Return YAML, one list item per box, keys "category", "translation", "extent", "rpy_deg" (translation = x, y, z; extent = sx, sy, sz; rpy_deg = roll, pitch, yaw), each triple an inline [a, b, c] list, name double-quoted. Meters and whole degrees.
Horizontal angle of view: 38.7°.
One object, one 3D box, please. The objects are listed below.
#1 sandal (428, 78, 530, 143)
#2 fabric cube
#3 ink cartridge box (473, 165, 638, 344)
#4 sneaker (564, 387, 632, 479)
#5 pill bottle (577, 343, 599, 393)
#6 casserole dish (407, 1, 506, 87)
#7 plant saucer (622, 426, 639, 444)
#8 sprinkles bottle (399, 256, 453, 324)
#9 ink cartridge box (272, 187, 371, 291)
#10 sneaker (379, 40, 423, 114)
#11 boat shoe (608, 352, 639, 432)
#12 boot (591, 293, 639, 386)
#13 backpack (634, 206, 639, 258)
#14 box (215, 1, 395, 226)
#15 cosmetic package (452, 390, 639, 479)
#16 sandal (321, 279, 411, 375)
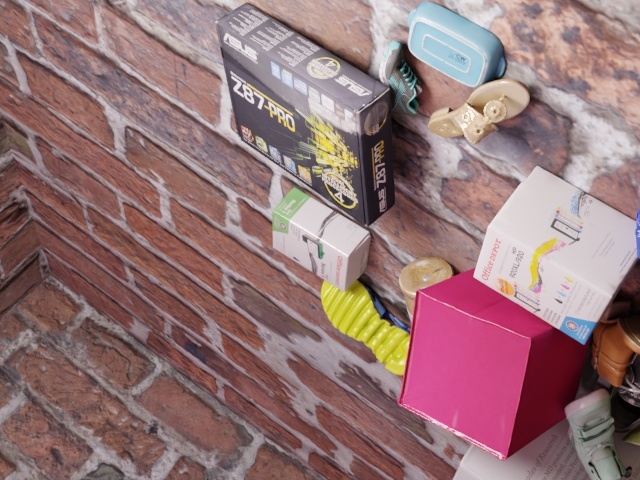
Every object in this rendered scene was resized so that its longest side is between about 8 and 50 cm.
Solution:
- category: "sandal"
  translation: [0.262, -0.195, 1.547]
  extent: [0.088, 0.079, 0.240]
  rpy_deg: [28, 159, -23]
- category: "fabric cube"
  translation: [0.336, 0.219, 1.749]
  extent: [0.259, 0.258, 0.254]
  rpy_deg: [24, 117, 37]
- category: "ink cartridge box"
  translation: [0.415, 0.025, 1.586]
  extent: [0.232, 0.168, 0.171]
  rpy_deg: [32, 151, 18]
- category: "sneaker"
  translation: [0.540, 0.385, 1.741]
  extent: [0.256, 0.094, 0.151]
  rpy_deg: [65, -179, -56]
- category: "pill bottle"
  translation: [0.475, 0.246, 1.881]
  extent: [0.184, 0.103, 0.103]
  rpy_deg: [12, 139, 43]
- category: "casserole dish"
  translation: [0.216, -0.317, 1.506]
  extent: [0.188, 0.037, 0.114]
  rpy_deg: [32, 150, 15]
- category: "plant saucer"
  translation: [0.711, 0.398, 1.764]
  extent: [0.240, 0.037, 0.241]
  rpy_deg: [13, 173, 2]
- category: "sprinkles bottle"
  translation: [0.268, 0.199, 2.050]
  extent: [0.121, 0.121, 0.355]
  rpy_deg: [19, 143, 36]
- category: "ink cartridge box"
  translation: [0.000, 0.000, 2.137]
  extent: [0.219, 0.092, 0.160]
  rpy_deg: [32, 150, 19]
- category: "sneaker"
  translation: [0.147, -0.286, 1.622]
  extent: [0.076, 0.065, 0.166]
  rpy_deg: [16, 149, 15]
- category: "boat shoe"
  translation: [0.618, 0.267, 1.718]
  extent: [0.121, 0.119, 0.335]
  rpy_deg: [28, 148, 24]
- category: "boot"
  translation: [0.546, 0.199, 1.641]
  extent: [0.072, 0.197, 0.152]
  rpy_deg: [3, 112, -4]
- category: "backpack"
  translation: [0.564, -0.006, 1.438]
  extent: [0.120, 0.101, 0.098]
  rpy_deg: [14, 147, 35]
- category: "box"
  translation: [-0.026, -0.245, 1.785]
  extent: [0.395, 0.097, 0.318]
  rpy_deg: [37, 151, 29]
- category: "cosmetic package"
  translation: [0.521, 0.540, 1.991]
  extent: [0.393, 0.327, 0.329]
  rpy_deg: [33, 150, 18]
- category: "sandal"
  translation: [0.127, 0.202, 2.240]
  extent: [0.317, 0.126, 0.138]
  rpy_deg: [47, -168, 13]
